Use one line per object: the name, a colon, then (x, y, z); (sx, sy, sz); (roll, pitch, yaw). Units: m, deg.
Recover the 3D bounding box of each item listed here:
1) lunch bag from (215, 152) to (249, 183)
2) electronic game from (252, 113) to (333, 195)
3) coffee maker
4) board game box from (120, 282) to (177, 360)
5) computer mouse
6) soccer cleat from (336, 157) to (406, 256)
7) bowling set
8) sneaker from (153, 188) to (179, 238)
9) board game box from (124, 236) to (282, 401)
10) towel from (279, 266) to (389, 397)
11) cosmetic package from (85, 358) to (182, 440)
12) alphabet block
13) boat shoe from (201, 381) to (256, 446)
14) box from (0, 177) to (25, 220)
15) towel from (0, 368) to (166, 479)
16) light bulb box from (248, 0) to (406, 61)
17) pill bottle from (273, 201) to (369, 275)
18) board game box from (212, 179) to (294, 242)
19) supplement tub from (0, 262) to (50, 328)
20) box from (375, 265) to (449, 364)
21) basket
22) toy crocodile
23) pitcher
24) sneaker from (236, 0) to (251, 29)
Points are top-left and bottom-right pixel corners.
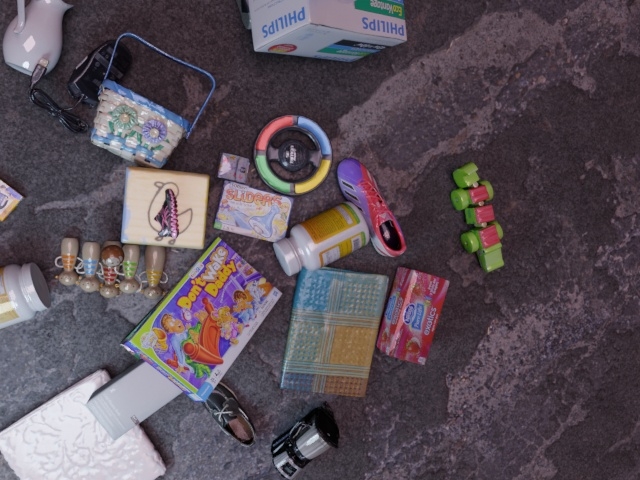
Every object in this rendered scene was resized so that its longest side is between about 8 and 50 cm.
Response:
lunch bag: (-0.239, -0.198, 1.545); (0.083, 0.053, 0.071); (13, 91, -23)
electronic game: (-0.076, -0.239, 1.584); (0.229, 0.048, 0.230); (-1, 93, -13)
coffee maker: (-0.039, 0.567, 1.592); (0.178, 0.171, 0.120); (-40, 79, 12)
board game box: (-0.353, 0.230, 1.541); (0.213, 0.046, 0.317); (45, 82, -13)
computer mouse: (-0.610, -0.416, 1.413); (0.262, 0.060, 0.184); (-56, 138, 0)
soccer cleat: (0.152, -0.096, 1.611); (0.108, 0.116, 0.318); (-30, 99, -11)
bowling set: (-0.536, 0.080, 1.418); (0.286, 0.200, 0.154); (4, 93, -10)
sneaker: (-0.366, -0.062, 1.331); (0.057, 0.047, 0.120); (-2, 92, -2)
board game box: (-0.290, 0.198, 1.443); (0.233, 0.078, 0.347); (42, 60, -12)
towel: (0.039, 0.262, 1.644); (0.271, 0.040, 0.371); (10, 92, -13)
cosmetic package: (-0.456, 0.380, 1.446); (0.238, 0.107, 0.127); (-36, 98, -8)
alphabet block: (-0.392, -0.081, 1.441); (0.196, 0.193, 0.193); (4, 93, -14)
boat shoe: (-0.258, 0.473, 1.561); (0.084, 0.079, 0.233); (-38, 99, -7)
box: (-0.828, -0.122, 1.418); (0.136, 0.028, 0.081); (40, 84, -14)
towel: (-0.625, 0.557, 1.488); (0.316, 0.053, 0.332); (-30, 99, -10)
light bulb box: (0.012, -0.672, 1.429); (0.357, 0.225, 0.362); (-10, 96, -42)
pill bottle: (0.000, 0.000, 1.559); (0.245, 0.136, 0.137); (-26, 98, -16)
board game box: (-0.186, -0.078, 1.571); (0.201, 0.035, 0.136); (13, 90, -14)
supplement tub: (-0.786, 0.143, 1.380); (0.199, 0.144, 0.145); (-19, 97, -13)
box: (0.264, 0.215, 1.647); (0.122, 0.128, 0.257); (17, 89, -14)
basket: (-0.426, -0.335, 1.413); (0.254, 0.201, 0.289); (22, 83, -20)
toy crocodile: (0.481, -0.070, 1.698); (0.115, 0.105, 0.341); (-18, 97, -12)
pitcher: (-0.693, -0.514, 1.355); (0.125, 0.178, 0.207); (19, 87, 7)
sneaker: (-0.154, -0.689, 1.529); (0.163, 0.086, 0.227); (-17, 88, -21)
